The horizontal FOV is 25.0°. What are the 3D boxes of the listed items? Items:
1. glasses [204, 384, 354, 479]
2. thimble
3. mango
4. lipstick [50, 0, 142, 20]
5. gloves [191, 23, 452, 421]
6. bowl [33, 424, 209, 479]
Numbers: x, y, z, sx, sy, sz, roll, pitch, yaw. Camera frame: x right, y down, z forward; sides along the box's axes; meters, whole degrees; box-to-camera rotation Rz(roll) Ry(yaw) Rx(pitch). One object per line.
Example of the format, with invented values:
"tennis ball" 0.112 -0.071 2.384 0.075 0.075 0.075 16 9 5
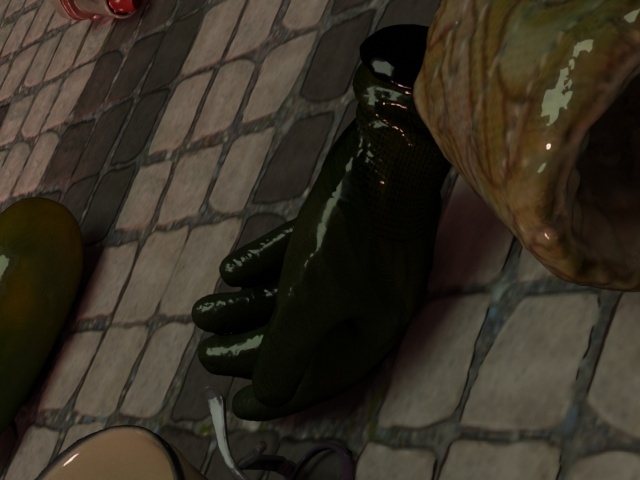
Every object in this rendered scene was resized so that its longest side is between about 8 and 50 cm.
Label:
"glasses" -0.026 0.129 0.753 0.062 0.104 0.140 -55 30 5
"thimble" 0.143 -0.080 0.642 0.190 0.137 0.143 -42 30 9
"mango" -0.279 0.072 1.262 0.137 0.091 0.237 -4 60 66
"lipstick" -0.233 -0.262 1.563 0.063 0.057 0.186 -36 27 -17
"gloves" 0.014 0.004 0.806 0.268 0.107 0.135 -55 4 33
"bowl" -0.095 0.227 0.749 0.238 0.126 0.238 -41 32 32
